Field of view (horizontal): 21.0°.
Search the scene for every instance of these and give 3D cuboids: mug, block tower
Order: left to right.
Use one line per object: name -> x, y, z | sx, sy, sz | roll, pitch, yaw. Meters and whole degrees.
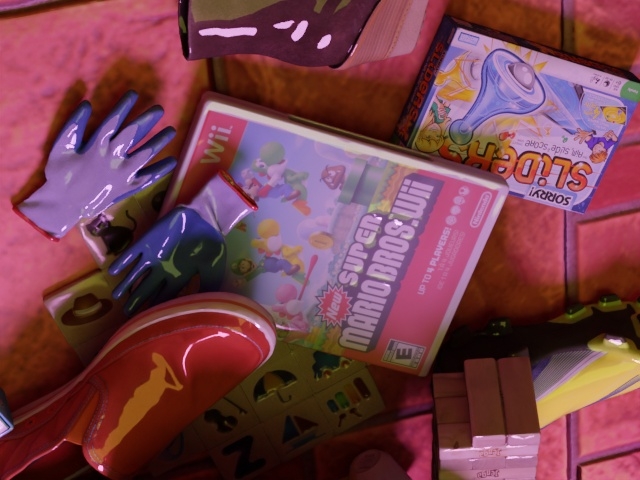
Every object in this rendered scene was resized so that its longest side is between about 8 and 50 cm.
mug -> 0.052, 0.242, 1.685 | 0.078, 0.062, 0.064 | -34, 116, -7
block tower -> 0.152, 0.248, 1.641 | 0.091, 0.097, 0.335 | -2, 136, 1

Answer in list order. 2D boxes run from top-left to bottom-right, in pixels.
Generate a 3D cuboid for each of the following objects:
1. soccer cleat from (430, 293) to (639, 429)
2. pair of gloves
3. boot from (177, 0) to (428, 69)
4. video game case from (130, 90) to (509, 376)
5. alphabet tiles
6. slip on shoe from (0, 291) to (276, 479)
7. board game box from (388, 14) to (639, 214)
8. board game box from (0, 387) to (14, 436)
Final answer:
soccer cleat -> 0.243, 0.127, 1.675 | 0.289, 0.093, 0.121 | -6, 129, -14
pair of gloves -> -0.150, -0.025, 1.455 | 0.198, 0.023, 0.159 | 41, 109, -14
boot -> -0.001, -0.249, 1.374 | 0.207, 0.090, 0.248 | -1, 122, -21
video game case -> 0.000, 0.000, 1.517 | 0.285, 0.025, 0.204 | 15, 112, -17
alphabet tiles -> -0.075, 0.071, 1.574 | 0.285, 0.011, 0.342 | -28, 123, -2
slip on shoe -> -0.171, 0.157, 1.493 | 0.331, 0.101, 0.123 | -33, 131, 17
board game box -> 0.175, -0.110, 1.546 | 0.201, 0.035, 0.136 | 13, 113, -24
board game box -> -0.457, 0.152, 1.452 | 0.316, 0.064, 0.242 | -33, 123, 0
